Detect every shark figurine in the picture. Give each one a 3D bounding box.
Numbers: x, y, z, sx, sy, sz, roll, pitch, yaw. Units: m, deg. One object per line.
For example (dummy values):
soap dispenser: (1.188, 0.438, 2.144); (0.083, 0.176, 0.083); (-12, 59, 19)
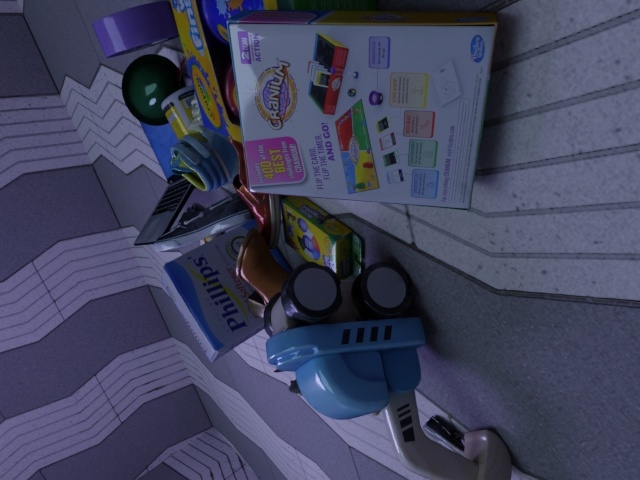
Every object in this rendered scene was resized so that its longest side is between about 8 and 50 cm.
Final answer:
shark figurine: (-0.038, 0.363, 1.533); (0.278, 0.166, 0.116); (-159, 70, -74)

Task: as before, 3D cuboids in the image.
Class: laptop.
laptop: (-0.555, -0.216, 1.677); (0.236, 0.408, 0.381); (34, 162, -25)

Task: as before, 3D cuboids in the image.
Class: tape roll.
tape roll: (-0.440, -0.506, 1.247); (0.189, 0.188, 0.080); (14, 128, 54)

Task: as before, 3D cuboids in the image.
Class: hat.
hat: (-0.383, -0.375, 1.294); (0.183, 0.172, 0.209); (29, 139, 46)

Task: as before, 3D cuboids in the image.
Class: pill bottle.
pill bottle: (-0.302, -0.273, 1.314); (0.209, 0.119, 0.119); (63, 152, -4)

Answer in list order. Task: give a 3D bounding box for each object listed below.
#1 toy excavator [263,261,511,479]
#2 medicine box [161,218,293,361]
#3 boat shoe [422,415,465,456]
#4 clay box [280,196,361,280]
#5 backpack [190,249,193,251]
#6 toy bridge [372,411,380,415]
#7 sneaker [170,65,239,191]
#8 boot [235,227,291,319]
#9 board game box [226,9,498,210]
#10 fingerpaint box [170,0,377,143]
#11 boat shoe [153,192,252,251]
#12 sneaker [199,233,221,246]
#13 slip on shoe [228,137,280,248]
toy excavator: (0.118, 0.284, 0.993); (0.222, 0.432, 0.446); (131, 135, -61)
medicine box: (-0.233, 0.130, 1.393); (0.264, 0.289, 0.149); (56, 152, 9)
boat shoe: (0.273, 0.414, 1.094); (0.125, 0.038, 0.046); (20, 151, 53)
clay box: (0.000, 0.000, 1.139); (0.222, 0.053, 0.128); (38, 145, 38)
backpack: (-0.436, 0.135, 1.887); (0.116, 0.158, 0.173); (-9, 122, 42)
toy bridge: (0.096, 0.353, 1.298); (0.188, 0.063, 0.026); (47, 152, -4)
sneaker: (-0.275, -0.262, 1.184); (0.127, 0.208, 0.319); (-3, 113, 61)
boot: (-0.073, 0.107, 1.187); (0.220, 0.109, 0.284); (15, 130, 20)
board game box: (0.050, -0.169, 0.680); (0.316, 0.064, 0.242); (6, 126, 11)
fingerpaint box: (-0.093, -0.372, 0.826); (0.371, 0.163, 0.445); (30, 140, 43)
boat shoe: (-0.342, -0.053, 1.453); (0.108, 0.301, 0.102); (-34, -77, -74)
sneaker: (-0.377, -0.007, 1.754); (0.084, 0.069, 0.185); (64, 147, 12)
slip on shoe: (-0.144, -0.124, 1.171); (0.123, 0.101, 0.332); (-101, 4, -54)
